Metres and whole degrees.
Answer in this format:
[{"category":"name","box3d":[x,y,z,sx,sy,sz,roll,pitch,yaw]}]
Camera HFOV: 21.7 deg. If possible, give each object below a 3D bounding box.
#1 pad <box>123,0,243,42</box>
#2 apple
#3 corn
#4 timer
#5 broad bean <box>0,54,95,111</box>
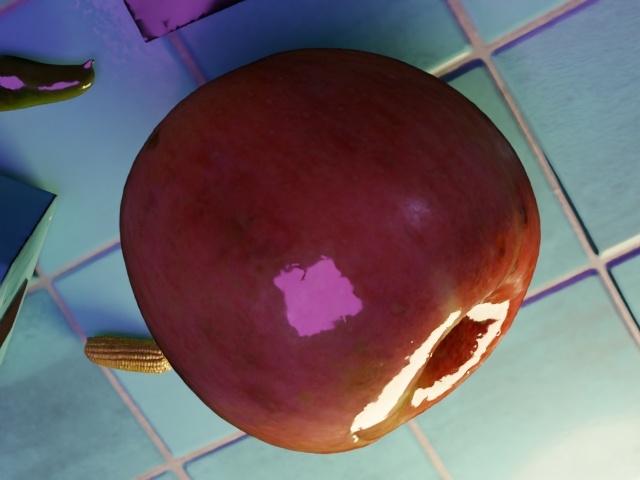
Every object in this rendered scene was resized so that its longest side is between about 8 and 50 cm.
[{"category":"pad","box3d":[-0.141,-0.318,1.518,0.170,0.006,0.245,-22,111,15]},{"category":"apple","box3d":[0.000,0.000,1.470,0.364,0.364,0.364,2,115,4]},{"category":"corn","box3d":[-0.195,0.116,1.707,0.092,0.037,0.037,9,115,3]},{"category":"timer","box3d":[-0.343,0.080,1.595,0.091,0.232,0.250,18,114,-3]},{"category":"broad bean","box3d":[-0.359,-0.144,1.595,0.297,0.043,0.060,-8,121,9]}]
